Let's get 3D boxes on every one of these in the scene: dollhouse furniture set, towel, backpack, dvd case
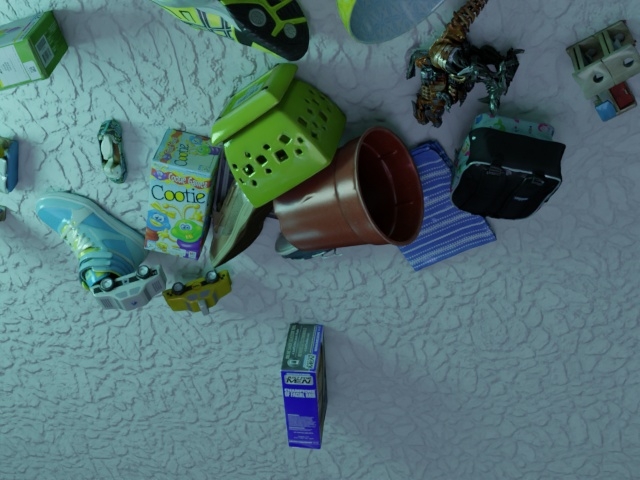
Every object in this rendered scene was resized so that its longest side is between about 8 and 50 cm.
[{"bbox_3d":[-0.934,-0.139,2.042,0.286,0.198,0.303,17,129,-5],"label":"dollhouse furniture set"},{"bbox_3d":[0.254,-0.075,2.011,0.243,0.040,0.336,-24,122,26],"label":"towel"},{"bbox_3d":[0.402,-0.152,1.814,0.225,0.191,0.253,11,151,0],"label":"backpack"},{"bbox_3d":[0.614,-0.329,1.690,0.129,0.129,0.183,-27,119,26],"label":"dollhouse furniture set"},{"bbox_3d":[-0.144,-0.129,2.043,0.221,0.018,0.164,13,130,-1],"label":"dvd case"}]

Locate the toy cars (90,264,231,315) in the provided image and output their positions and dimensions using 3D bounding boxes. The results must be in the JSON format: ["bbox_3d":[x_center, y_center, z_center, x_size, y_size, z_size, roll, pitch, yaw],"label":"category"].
[{"bbox_3d":[-0.399,0.145,2.136,0.394,0.087,0.176,6,140,-42],"label":"toy cars"}]

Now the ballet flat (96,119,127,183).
[{"bbox_3d":[-0.518,-0.205,2.010,0.070,0.070,0.188,5,129,5],"label":"ballet flat"}]

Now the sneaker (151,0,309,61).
[{"bbox_3d":[-0.198,-0.491,1.709,0.385,0.145,0.147,28,158,-17],"label":"sneaker"}]

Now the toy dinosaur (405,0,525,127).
[{"bbox_3d":[0.294,-0.365,1.710,0.218,0.164,0.322,25,152,9],"label":"toy dinosaur"}]

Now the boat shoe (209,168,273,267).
[{"bbox_3d":[-0.210,-0.055,2.041,0.110,0.122,0.341,48,136,10],"label":"boat shoe"}]

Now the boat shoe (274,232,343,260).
[{"bbox_3d":[0.000,0.000,2.068,0.255,0.095,0.079,-21,143,33],"label":"boat shoe"}]

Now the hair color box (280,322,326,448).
[{"bbox_3d":[-0.043,0.424,2.365,0.110,0.185,0.338,1,129,8],"label":"hair color box"}]

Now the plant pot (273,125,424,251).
[{"bbox_3d":[0.054,-0.096,1.869,0.265,0.272,0.272,-13,127,36],"label":"plant pot"}]

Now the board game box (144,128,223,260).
[{"bbox_3d":[-0.336,-0.109,2.007,0.142,0.144,0.275,13,130,-2],"label":"board game box"}]

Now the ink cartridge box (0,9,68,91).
[{"bbox_3d":[-0.704,-0.396,1.779,0.255,0.188,0.097,-13,122,7],"label":"ink cartridge box"}]

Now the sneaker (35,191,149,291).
[{"bbox_3d":[-0.610,0.014,2.108,0.319,0.208,0.127,29,129,-14],"label":"sneaker"}]

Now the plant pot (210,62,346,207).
[{"bbox_3d":[-0.101,-0.247,1.815,0.228,0.227,0.207,-28,114,28],"label":"plant pot"}]

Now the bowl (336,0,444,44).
[{"bbox_3d":[0.131,-0.532,1.563,0.289,0.289,0.156,-48,69,35],"label":"bowl"}]
